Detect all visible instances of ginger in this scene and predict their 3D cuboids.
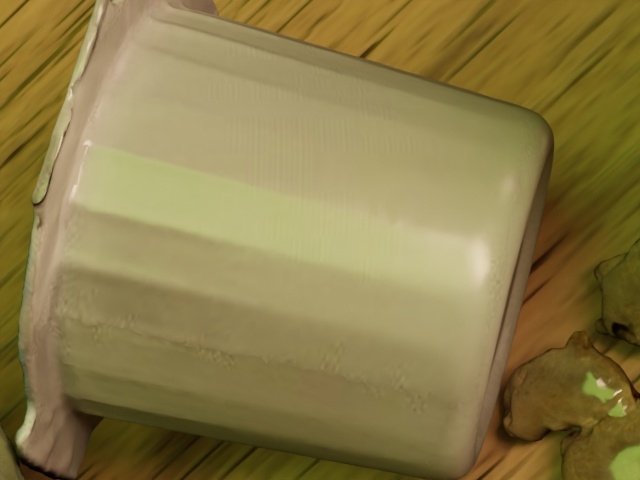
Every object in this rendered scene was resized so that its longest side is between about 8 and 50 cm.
[{"bbox_3d":[0.140,0.101,0.826,0.258,0.065,0.149,-45,52,13],"label":"ginger"}]

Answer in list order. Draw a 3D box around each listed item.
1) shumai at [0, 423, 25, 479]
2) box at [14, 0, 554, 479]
[{"bbox_3d":[-0.238,0.126,0.863,0.225,0.222,0.261,48,119,-2],"label":"shumai"},{"bbox_3d":[0.000,0.000,0.842,0.206,0.291,0.262,15,119,10],"label":"box"}]
